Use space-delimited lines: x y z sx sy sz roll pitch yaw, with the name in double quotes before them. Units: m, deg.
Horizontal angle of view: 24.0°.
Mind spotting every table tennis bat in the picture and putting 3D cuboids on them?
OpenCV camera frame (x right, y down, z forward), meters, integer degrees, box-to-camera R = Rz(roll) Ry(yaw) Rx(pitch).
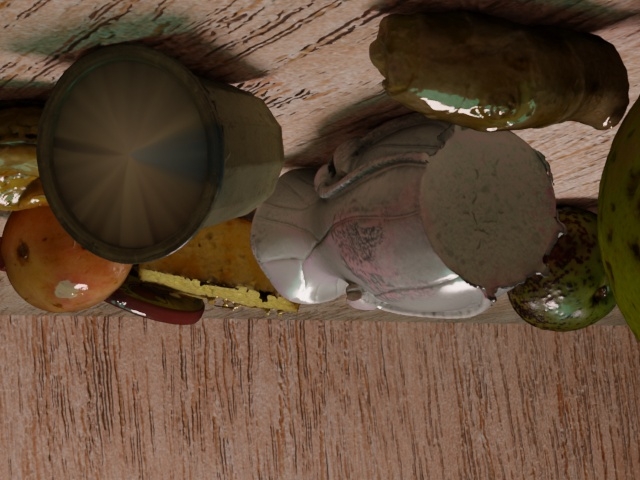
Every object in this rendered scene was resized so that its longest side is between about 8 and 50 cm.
"table tennis bat" -0.356 0.055 2.420 0.268 0.051 0.415 35 -167 39

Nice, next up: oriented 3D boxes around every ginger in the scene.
"ginger" 0.169 -0.151 1.384 0.263 0.109 0.116 3 173 -32

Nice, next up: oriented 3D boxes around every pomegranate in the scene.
"pomegranate" 0.365 0.030 2.415 0.248 0.214 0.214 34 -164 38
"pomegranate" -0.344 0.009 2.090 0.191 0.191 0.191 -2 171 0

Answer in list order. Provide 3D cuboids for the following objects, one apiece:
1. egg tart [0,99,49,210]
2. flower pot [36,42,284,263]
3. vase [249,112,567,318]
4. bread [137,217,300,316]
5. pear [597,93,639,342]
"egg tart" -0.319 -0.093 1.682 0.241 0.105 0.241 -4 170 -1
"flower pot" -0.148 -0.093 1.522 0.212 0.212 0.203 -6 -176 24
"vase" 0.085 -0.023 1.854 0.250 0.249 0.445 3 174 -28
"bread" -0.150 0.027 2.374 0.261 0.147 0.160 11 165 9
"pear" 0.436 -0.039 1.382 0.391 0.391 0.391 -2 171 0
